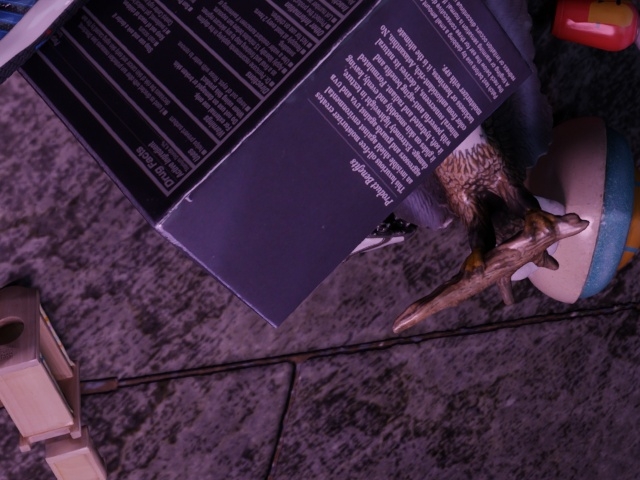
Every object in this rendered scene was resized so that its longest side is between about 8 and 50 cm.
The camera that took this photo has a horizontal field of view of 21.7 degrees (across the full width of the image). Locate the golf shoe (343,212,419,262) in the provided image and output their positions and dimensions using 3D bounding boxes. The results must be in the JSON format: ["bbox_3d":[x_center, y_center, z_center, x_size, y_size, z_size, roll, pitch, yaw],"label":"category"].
[{"bbox_3d":[0.000,0.000,1.647,0.198,0.077,0.094,-4,133,-26],"label":"golf shoe"}]

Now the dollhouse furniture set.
[{"bbox_3d":[-0.303,0.151,1.537,0.161,0.101,0.182,-15,133,5],"label":"dollhouse furniture set"}]

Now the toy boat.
[{"bbox_3d":[0.288,-0.092,1.682,0.148,0.267,0.318,9,96,2],"label":"toy boat"}]

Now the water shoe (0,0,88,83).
[{"bbox_3d":[-0.256,-0.182,1.329,0.203,0.073,0.080,-44,92,-7],"label":"water shoe"}]

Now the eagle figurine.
[{"bbox_3d":[0.115,-0.098,1.502,0.226,0.298,0.225,-12,153,-35],"label":"eagle figurine"}]

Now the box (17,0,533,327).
[{"bbox_3d":[-0.048,-0.142,1.346,0.294,0.296,0.183,-44,135,0],"label":"box"}]
